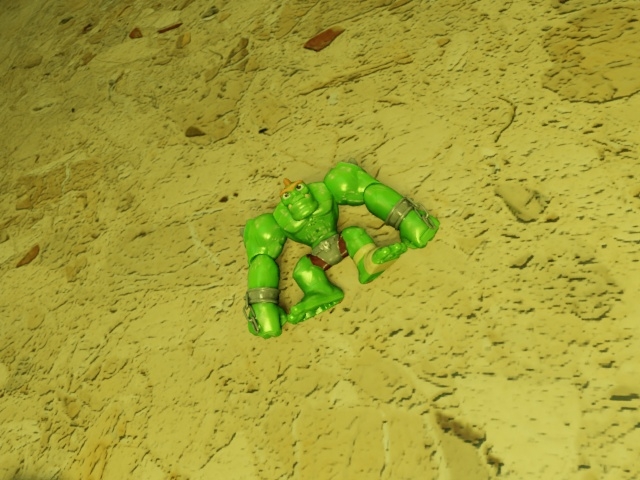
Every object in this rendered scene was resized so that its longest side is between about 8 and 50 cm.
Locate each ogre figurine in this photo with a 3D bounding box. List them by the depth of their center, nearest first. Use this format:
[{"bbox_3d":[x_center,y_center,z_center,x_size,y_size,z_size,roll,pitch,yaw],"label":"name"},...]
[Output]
[{"bbox_3d":[0.000,0.000,0.469,0.197,0.097,0.118,-39,68,19],"label":"ogre figurine"}]
